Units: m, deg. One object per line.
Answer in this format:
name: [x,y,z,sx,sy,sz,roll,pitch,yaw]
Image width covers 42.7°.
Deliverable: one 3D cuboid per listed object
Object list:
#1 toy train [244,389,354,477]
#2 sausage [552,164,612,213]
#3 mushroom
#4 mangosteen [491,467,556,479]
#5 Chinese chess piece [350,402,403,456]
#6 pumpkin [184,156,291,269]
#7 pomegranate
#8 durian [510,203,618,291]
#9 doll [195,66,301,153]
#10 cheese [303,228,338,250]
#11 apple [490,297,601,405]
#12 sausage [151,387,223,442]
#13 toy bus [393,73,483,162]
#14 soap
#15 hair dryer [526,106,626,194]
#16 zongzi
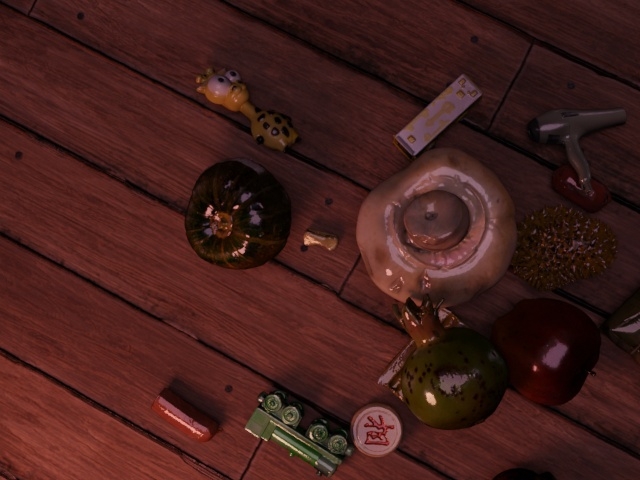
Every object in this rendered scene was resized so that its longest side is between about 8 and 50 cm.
toy train: [-0.048,0.440,1.864,0.251,0.085,0.119,32,94,9]
sausage: [0.589,-0.118,1.851,0.141,0.076,0.076,35,89,7]
mushroom: [0.247,-0.044,1.777,0.353,0.353,0.325,2,55,5]
mangosteen: [0.445,0.574,1.779,0.172,0.184,0.172,15,111,46]
Chinese chess piece: [0.128,0.430,1.860,0.122,0.051,0.122,0,85,6]
pumpkin: [-0.178,-0.055,1.866,0.260,0.189,0.260,6,103,30]
pomegranate: [0.278,0.249,1.706,0.231,0.231,0.286,-7,84,5]
durian: [0.534,0.012,1.820,0.249,0.138,0.183,-18,93,9]
doll: [-0.170,-0.313,1.930,0.291,0.086,0.117,41,50,9]
cheese: [0.000,0.000,1.917,0.083,0.030,0.044,14,108,2]
apple: [0.490,0.232,1.768,0.234,0.234,0.234,0,86,5]
sausage: [-0.309,0.413,1.899,0.169,0.065,0.065,33,89,6]
toy bus: [0.273,-0.280,1.891,0.226,0.074,0.081,-41,84,0]
soap: [0.251,0.271,1.850,0.135,0.076,0.233,40,91,6]
hair dryer: [0.610,-0.228,1.836,0.219,0.088,0.225,-29,62,-13]
zongzi: [0.758,0.193,1.802,0.204,0.094,0.205,45,90,3]
